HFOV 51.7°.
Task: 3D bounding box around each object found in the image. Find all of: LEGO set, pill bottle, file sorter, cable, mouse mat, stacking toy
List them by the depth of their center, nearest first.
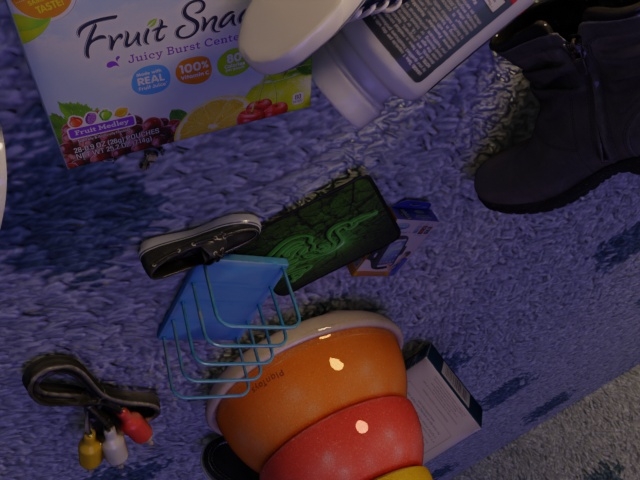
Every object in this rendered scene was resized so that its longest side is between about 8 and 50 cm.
[{"bbox_3d":[0.077,-0.183,0.555,0.180,0.108,0.108,-39,147,17],"label":"pill bottle"},{"bbox_3d":[-0.173,-0.083,0.588,0.083,0.023,0.054,9,133,-44],"label":"LEGO set"},{"bbox_3d":[-0.114,0.110,0.820,0.118,0.105,0.170,5,136,-32],"label":"file sorter"},{"bbox_3d":[0.000,0.000,0.829,0.189,0.007,0.153,-26,143,9],"label":"mouse mat"},{"bbox_3d":[-0.296,0.236,0.908,0.139,0.072,0.287,-24,148,-16],"label":"cable"},{"bbox_3d":[0.054,0.379,0.989,0.350,0.480,0.351,-19,148,-13],"label":"stacking toy"}]

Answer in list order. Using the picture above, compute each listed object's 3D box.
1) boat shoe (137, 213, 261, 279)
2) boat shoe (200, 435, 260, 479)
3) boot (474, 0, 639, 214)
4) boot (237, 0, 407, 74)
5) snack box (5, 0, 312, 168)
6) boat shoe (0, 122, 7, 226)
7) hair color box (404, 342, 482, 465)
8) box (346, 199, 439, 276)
[{"bbox_3d":[-0.130,0.010,0.737,0.142,0.040,0.049,-16,146,-17],"label":"boat shoe"},{"bbox_3d":[-0.049,0.423,1.205,0.340,0.127,0.113,21,153,-5],"label":"boat shoe"},{"bbox_3d":[0.254,-0.152,0.718,0.222,0.118,0.338,38,150,-22],"label":"boot"},{"bbox_3d":[0.028,-0.173,0.449,0.190,0.069,0.086,-50,149,-1],"label":"boot"},{"bbox_3d":[-0.110,-0.158,0.484,0.207,0.070,0.175,-18,145,-18],"label":"snack box"},{"bbox_3d":[-0.323,0.000,0.527,0.084,0.095,0.258,2,137,-45],"label":"boat shoe"},{"bbox_3d":[0.131,0.377,1.319,0.347,0.174,0.105,-38,177,16],"label":"hair color box"},{"bbox_3d":[0.102,-0.001,0.910,0.081,0.028,0.136,1,140,-37],"label":"box"}]
